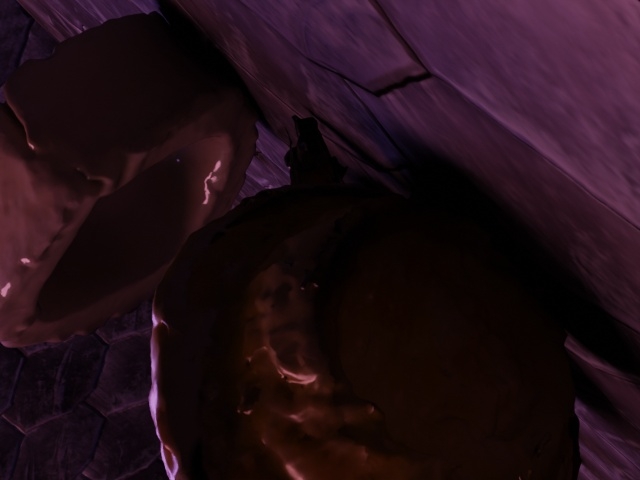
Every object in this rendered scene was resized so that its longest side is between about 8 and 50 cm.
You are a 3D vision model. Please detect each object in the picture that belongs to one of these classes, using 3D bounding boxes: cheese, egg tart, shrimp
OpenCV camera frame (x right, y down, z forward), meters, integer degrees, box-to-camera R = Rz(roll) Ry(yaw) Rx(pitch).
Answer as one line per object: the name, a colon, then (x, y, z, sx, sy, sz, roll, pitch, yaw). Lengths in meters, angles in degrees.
cheese: (-0.226, -0.056, 1.264, 0.153, 0.332, 0.292, 40, 136, 16)
egg tart: (0.053, 0.091, 0.848, 0.345, 0.345, 0.132, 44, 138, -4)
shrimp: (0.061, 0.013, 1.043, 0.198, 0.051, 0.262, 10, -132, -39)

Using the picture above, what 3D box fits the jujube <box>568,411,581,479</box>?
jujube: (0.059, 0.124, 1.145, 0.377, 0.258, 0.258, 31, 175, 2)
